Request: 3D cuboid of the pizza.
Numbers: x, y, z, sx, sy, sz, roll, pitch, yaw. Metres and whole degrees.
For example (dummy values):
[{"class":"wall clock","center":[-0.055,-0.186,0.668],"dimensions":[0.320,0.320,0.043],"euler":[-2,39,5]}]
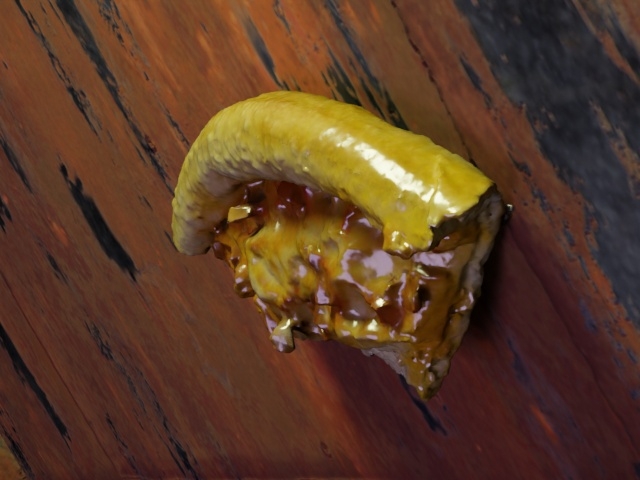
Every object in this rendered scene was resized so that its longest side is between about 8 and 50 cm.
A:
[{"class":"pizza","center":[0.000,0.000,1.085],"dimensions":[0.365,0.074,0.182],"euler":[12,121,61]}]
